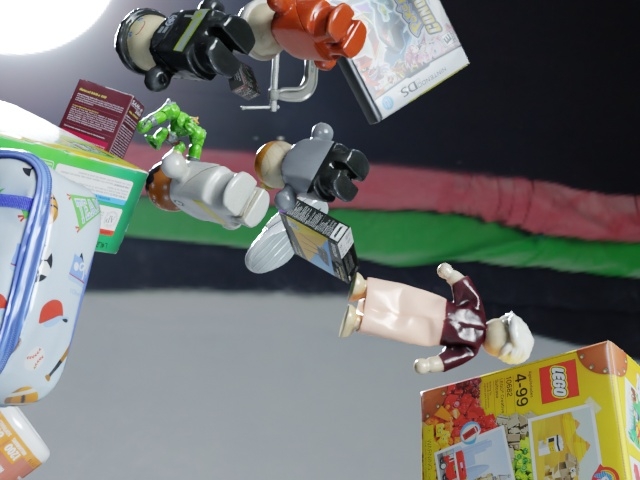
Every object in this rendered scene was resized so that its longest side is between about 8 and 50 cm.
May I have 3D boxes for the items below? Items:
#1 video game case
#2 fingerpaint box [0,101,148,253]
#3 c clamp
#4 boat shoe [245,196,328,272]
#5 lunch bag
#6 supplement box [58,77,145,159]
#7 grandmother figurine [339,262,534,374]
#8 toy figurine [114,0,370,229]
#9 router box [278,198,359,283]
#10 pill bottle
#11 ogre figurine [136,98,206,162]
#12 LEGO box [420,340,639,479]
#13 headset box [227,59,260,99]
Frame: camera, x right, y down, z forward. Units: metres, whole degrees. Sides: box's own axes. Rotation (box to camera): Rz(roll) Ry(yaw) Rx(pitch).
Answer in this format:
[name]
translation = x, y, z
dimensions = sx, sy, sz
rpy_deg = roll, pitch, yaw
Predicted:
[video game case]
translation = 0.126, -0.389, 1.691
dimensions = 0.248, 0.274, 0.035
rpy_deg = -35, 15, -25
[fingerpaint box]
translation = -0.565, -0.135, 1.447
dimensions = 0.371, 0.163, 0.445
rpy_deg = 26, 7, 30
[c clamp]
translation = -0.056, -0.286, 1.503
dimensions = 0.137, 0.160, 0.022
rpy_deg = 0, 16, -35
[boat shoe]
translation = -0.081, -0.014, 1.976
dimensions = 0.076, 0.226, 0.083
rpy_deg = 22, -36, 51
[lunch bag]
translation = -0.361, 0.024, 0.865
dimensions = 0.304, 0.243, 0.115
rpy_deg = 4, -14, 25
[supplement box]
translation = -0.468, -0.194, 1.877
dimensions = 0.130, 0.239, 0.073
rpy_deg = 20, -7, 14
[grandmother figurine]
translation = 0.217, 0.143, 1.659
dimensions = 0.343, 0.207, 0.104
rpy_deg = 15, -7, -2
[toy figurine]
translation = -0.069, -0.120, 0.848
dimensions = 0.148, 0.209, 0.213
rpy_deg = 13, 25, 43
[router box]
translation = 0.000, 0.000, 1.725
dimensions = 0.133, 0.046, 0.179
rpy_deg = 29, -18, 21
[pill bottle]
translation = -0.441, 0.274, 1.086
dimensions = 0.216, 0.121, 0.121
rpy_deg = -37, -18, -19
[ogre figurine]
translation = -0.352, -0.259, 2.247
dimensions = 0.197, 0.118, 0.097
rpy_deg = 35, -19, -20
[LEGO box]
translation = 0.368, 0.465, 1.501
dimensions = 0.373, 0.500, 0.193
rpy_deg = -23, -41, 33
[headset box]
translation = -0.157, -0.319, 1.822
dimensions = 0.032, 0.062, 0.083
rpy_deg = -23, -14, 17
